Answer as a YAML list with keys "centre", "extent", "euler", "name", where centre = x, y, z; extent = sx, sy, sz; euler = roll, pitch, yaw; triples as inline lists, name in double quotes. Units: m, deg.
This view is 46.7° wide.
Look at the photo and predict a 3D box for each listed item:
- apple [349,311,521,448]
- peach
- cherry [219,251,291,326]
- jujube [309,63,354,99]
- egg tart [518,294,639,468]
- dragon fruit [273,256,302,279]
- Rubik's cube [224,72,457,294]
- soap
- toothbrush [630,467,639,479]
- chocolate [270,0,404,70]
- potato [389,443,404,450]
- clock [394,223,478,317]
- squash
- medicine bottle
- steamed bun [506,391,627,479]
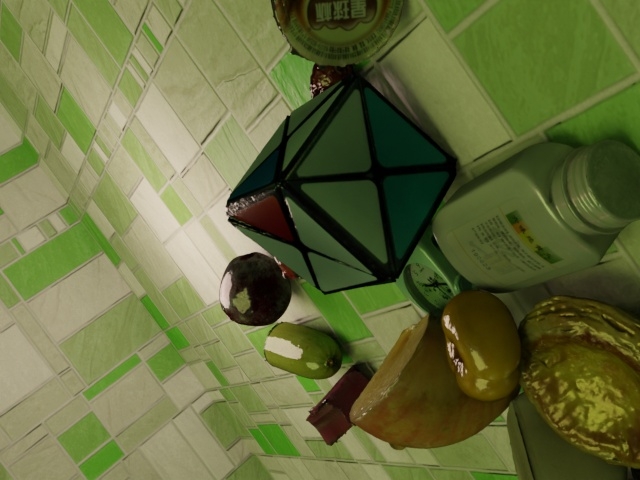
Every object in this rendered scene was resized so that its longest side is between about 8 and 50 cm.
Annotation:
- centre: [0.210, 0.263, 1.394]
  extent: [0.309, 0.313, 0.252]
  euler: [135, 128, -76]
  name: "apple"
- centre: [0.253, 0.167, 1.166]
  extent: [0.179, 0.103, 0.179]
  euler: [167, 90, -88]
  name: "peach"
- centre: [-0.171, 0.123, 1.898]
  extent: [0.195, 0.195, 0.195]
  euler: [37, 148, 27]
  name: "cherry"
- centre: [0.017, -0.271, 1.273]
  extent: [0.077, 0.077, 0.129]
  euler: [49, 162, 7]
  name: "jujube"
- centre: [0.439, 0.199, 1.118]
  extent: [0.319, 0.128, 0.319]
  euler: [34, 146, 27]
  name: "egg tart"
- centre: [0.000, 0.000, 1.488]
  extent: [0.282, 0.211, 0.147]
  euler: [-132, 18, -77]
  name: "dragon fruit"
- centre: [0.028, -0.082, 1.220]
  extent: [0.248, 0.246, 0.250]
  euler: [39, 156, -18]
  name: "Rubik's cube"
- centre: [0.052, 0.428, 1.907]
  extent: [0.112, 0.182, 0.289]
  euler: [46, 146, 8]
  name: "soap"
- centre: [0.495, 0.368, 1.151]
  extent: [0.030, 0.031, 0.297]
  euler: [25, -177, 23]
  name: "toothbrush"
- centre: [0.003, -0.371, 1.089]
  extent: [0.147, 0.221, 0.221]
  euler: [46, 158, 55]
  name: "chocolate"
- centre: [0.198, 0.497, 1.891]
  extent: [0.068, 0.062, 0.083]
  euler: [-122, 42, -59]
  name: "potato"
- centre: [0.222, 0.081, 1.370]
  extent: [0.211, 0.066, 0.159]
  euler: [48, 152, 8]
  name: "clock"
- centre: [-0.030, 0.294, 1.929]
  extent: [0.247, 0.132, 0.133]
  euler: [8, 129, 52]
  name: "squash"
- centre: [0.307, -0.034, 1.054]
  extent: [0.179, 0.124, 0.324]
  euler: [48, 154, -4]
  name: "medicine bottle"
- centre: [0.424, 0.377, 1.267]
  extent: [0.146, 0.164, 0.242]
  euler: [82, 179, -54]
  name: "steamed bun"
